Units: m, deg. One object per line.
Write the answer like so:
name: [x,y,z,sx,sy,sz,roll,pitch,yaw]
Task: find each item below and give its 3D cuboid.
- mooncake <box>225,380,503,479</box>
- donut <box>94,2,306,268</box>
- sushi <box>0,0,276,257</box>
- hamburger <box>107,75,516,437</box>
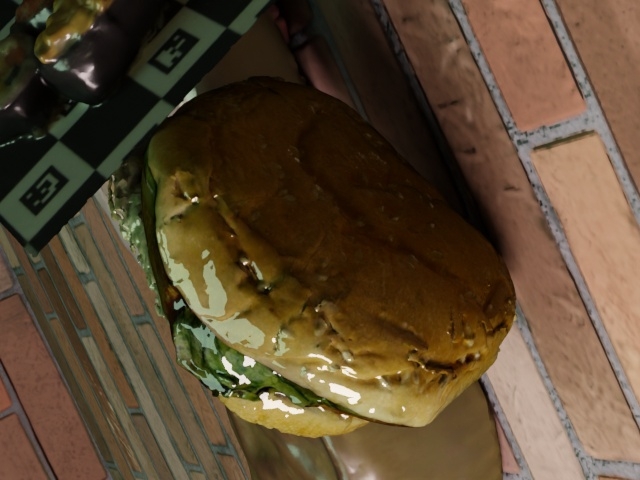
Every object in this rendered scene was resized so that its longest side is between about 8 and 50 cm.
mooncake: [0.022,0.163,1.251,0.284,0.156,0.284,49,153,36]
donut: [-0.126,-0.121,1.279,0.382,0.142,0.382,49,154,34]
sushi: [-0.173,-0.194,1.037,0.064,0.343,0.359,46,173,-38]
hamburger: [-0.002,0.000,0.986,0.285,0.265,0.134,47,132,5]
